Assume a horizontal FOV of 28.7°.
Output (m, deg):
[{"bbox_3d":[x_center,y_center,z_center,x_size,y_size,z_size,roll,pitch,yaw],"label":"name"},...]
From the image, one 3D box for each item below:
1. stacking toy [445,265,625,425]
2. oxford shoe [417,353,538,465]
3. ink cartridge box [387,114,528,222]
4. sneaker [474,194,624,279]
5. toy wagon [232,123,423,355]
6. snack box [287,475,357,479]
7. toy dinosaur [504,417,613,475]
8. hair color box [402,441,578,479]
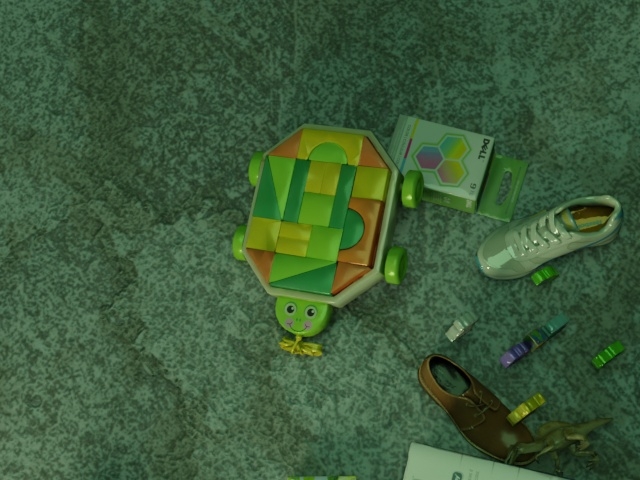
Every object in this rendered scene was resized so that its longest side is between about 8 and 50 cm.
[{"bbox_3d":[0.309,0.147,1.805,0.221,0.052,0.167,-28,71,-28],"label":"stacking toy"},{"bbox_3d":[0.223,0.242,1.780,0.212,0.076,0.076,40,75,13],"label":"oxford shoe"},{"bbox_3d":[0.205,-0.110,1.916,0.209,0.062,0.109,16,73,10],"label":"ink cartridge box"},{"bbox_3d":[0.337,-0.012,1.853,0.229,0.092,0.087,-21,71,-2],"label":"sneaker"},{"bbox_3d":[0.000,0.000,1.861,0.267,0.068,0.344,8,79,20],"label":"toy wagon"},{"bbox_3d":[0.003,0.405,1.759,0.100,0.037,0.141,-2,70,6],"label":"snack box"},{"bbox_3d":[0.345,0.273,1.731,0.183,0.053,0.092,-17,28,-15],"label":"toy dinosaur"},{"bbox_3d":[0.273,0.403,1.700,0.347,0.105,0.173,13,72,9],"label":"hair color box"}]
